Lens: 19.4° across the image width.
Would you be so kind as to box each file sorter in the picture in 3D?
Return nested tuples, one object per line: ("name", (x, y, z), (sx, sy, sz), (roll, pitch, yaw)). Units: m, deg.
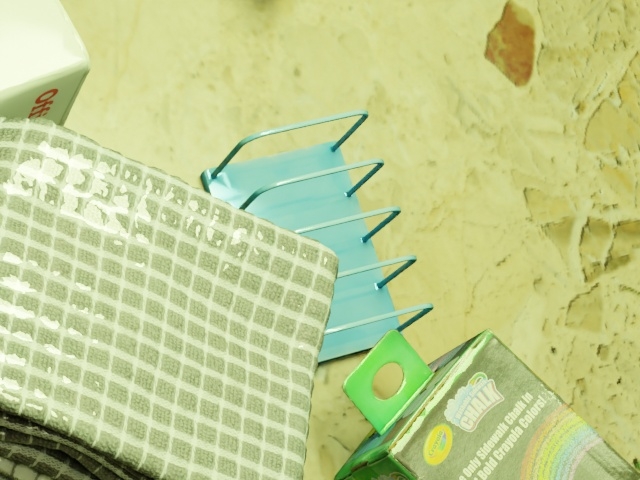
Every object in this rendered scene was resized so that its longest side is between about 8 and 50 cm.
("file sorter", (0.000, 0.000, 1.428), (0.118, 0.104, 0.170), (-14, 79, -22))

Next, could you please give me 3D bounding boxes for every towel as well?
("towel", (-0.124, 0.068, 1.225), (0.284, 0.121, 0.235), (24, 48, -23))

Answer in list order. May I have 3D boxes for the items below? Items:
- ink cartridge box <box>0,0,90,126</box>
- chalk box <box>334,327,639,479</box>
("ink cartridge box", (-0.325, -0.083, 1.280), (0.289, 0.211, 0.121), (-25, 81, -26))
("chalk box", (0.106, 0.163, 1.401), (0.213, 0.132, 0.132), (44, 65, -1))
